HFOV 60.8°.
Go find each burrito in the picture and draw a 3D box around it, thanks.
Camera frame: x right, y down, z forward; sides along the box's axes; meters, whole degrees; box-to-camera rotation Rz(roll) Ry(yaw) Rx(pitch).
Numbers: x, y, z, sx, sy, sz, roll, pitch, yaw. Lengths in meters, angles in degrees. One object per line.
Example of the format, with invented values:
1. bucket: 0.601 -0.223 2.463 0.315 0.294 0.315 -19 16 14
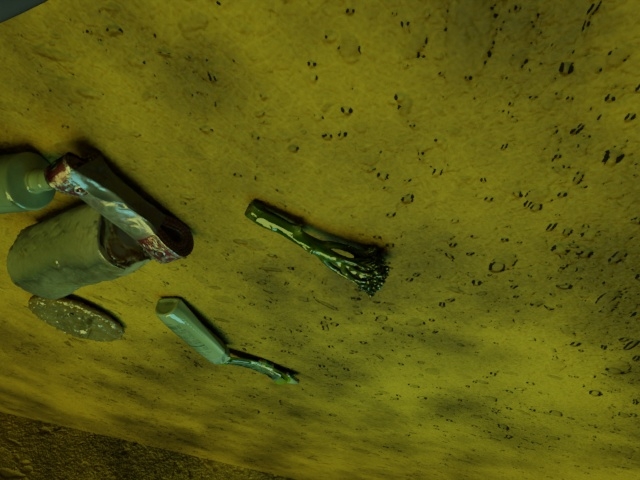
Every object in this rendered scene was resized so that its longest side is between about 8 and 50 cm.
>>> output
1. burrito: -0.397 0.024 0.886 0.299 0.105 0.143 -16 140 35

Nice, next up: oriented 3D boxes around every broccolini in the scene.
1. broccolini: 0.000 0.001 0.750 0.216 0.067 0.058 33 140 -10

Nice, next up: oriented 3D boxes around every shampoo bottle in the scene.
1. shampoo bottle: -0.259 0.190 1.122 0.072 0.049 0.212 -5 141 22
2. shampoo bottle: -0.467 -0.078 0.778 0.263 0.085 0.085 -2 143 23

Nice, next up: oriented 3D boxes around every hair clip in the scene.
1. hair clip: -0.141 0.291 1.240 0.189 0.033 0.060 22 148 -15

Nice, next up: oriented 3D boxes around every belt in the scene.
1. belt: -0.274 -0.046 0.771 0.053 0.071 0.232 -16 139 29

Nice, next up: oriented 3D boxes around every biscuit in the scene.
1. biscuit: -0.552 0.179 1.238 0.220 0.033 0.219 10 148 6

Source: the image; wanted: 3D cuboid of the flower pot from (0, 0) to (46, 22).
1. flower pot: -0.213 -0.252 0.288 0.265 0.243 0.265 12 145 9
